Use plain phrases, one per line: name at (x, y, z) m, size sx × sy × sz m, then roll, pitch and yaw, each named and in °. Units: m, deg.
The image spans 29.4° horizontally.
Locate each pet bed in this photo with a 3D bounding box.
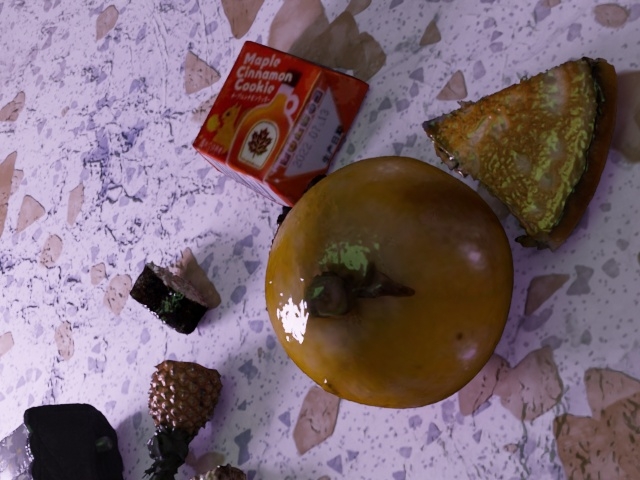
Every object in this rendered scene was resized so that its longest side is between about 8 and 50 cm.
pet bed at (-0.405, 0.383, 1.965) m, size 0.159 × 0.183 × 0.211 m, roll -40°, pitch 48°, yaw 30°

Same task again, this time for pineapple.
pineapple at (-0.228, 0.324, 1.870) m, size 0.130 × 0.119 × 0.277 m, roll 0°, pitch 73°, yaw 49°

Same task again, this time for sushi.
sushi at (-0.249, 0.094, 2.010) m, size 0.150 × 0.090 × 0.078 m, roll 35°, pitch 93°, yaw 46°

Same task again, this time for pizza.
pizza at (0.272, -0.100, 1.639) m, size 0.287 × 0.074 × 0.251 m, roll -17°, pitch 61°, yaw 37°

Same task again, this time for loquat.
loquat at (0.077, 0.060, 1.561) m, size 0.328 × 0.359 × 0.328 m, roll 3°, pitch 96°, yaw 27°

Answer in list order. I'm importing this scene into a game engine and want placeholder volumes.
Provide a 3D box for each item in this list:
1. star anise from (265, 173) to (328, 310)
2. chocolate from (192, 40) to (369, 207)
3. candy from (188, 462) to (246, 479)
star anise at (0.000, 0.000, 1.806) m, size 0.190 × 0.126 × 0.220 m, roll 1°, pitch 70°, yaw 38°
chocolate at (-0.073, -0.194, 1.963) m, size 0.237 × 0.108 × 0.235 m, roll 29°, pitch 91°, yaw 46°
candy at (-0.149, 0.384, 1.794) m, size 0.085 × 0.095 × 0.110 m, roll -27°, pitch 61°, yaw 27°
